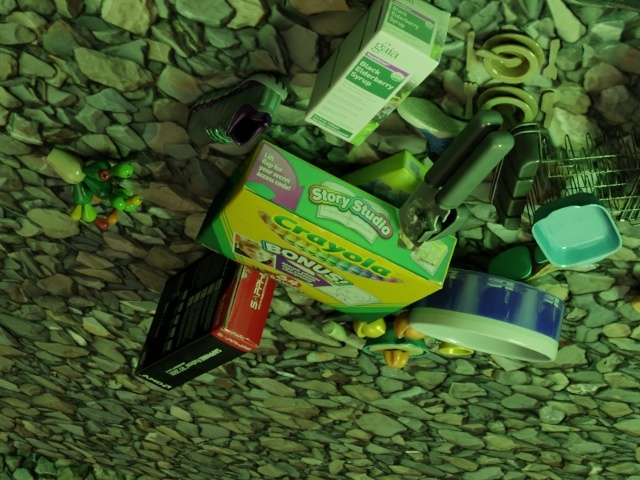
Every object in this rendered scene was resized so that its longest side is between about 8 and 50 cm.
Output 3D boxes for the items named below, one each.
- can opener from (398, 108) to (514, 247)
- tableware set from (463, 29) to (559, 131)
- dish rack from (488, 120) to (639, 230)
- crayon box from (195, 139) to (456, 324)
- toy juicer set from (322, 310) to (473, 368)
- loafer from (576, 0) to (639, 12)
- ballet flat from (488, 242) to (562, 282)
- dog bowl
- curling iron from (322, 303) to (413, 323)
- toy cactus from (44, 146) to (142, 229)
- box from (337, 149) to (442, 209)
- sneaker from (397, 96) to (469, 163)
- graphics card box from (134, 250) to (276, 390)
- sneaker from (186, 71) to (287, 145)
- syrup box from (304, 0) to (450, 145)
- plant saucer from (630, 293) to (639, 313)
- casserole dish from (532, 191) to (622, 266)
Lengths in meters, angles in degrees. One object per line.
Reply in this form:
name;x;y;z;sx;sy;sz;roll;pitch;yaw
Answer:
can opener;0.209;-0.087;1.590;0.095;0.076;0.283;-6;151;-34
tableware set;0.262;-0.212;1.483;0.128;0.039;0.194;7;149;12
dish rack;0.399;-0.092;1.569;0.271;0.074;0.208;-4;150;-3
crayon box;0.000;0.000;1.809;0.362;0.106;0.313;26;158;-12
toy juicer set;0.124;0.205;2.108;0.209;0.090;0.329;18;159;-40
loafer;0.277;-0.330;1.231;0.302;0.095;0.109;25;148;-17
ballet flat;0.378;0.035;1.810;0.067;0.073;0.206;17;156;-33
dog bowl;0.295;0.133;1.881;0.264;0.104;0.265;14;170;3
curling iron;0.107;0.148;2.132;0.274;0.035;0.068;-15;138;39
toy cactus;-0.418;-0.096;1.916;0.180;0.112;0.219;34;154;-13
box;0.107;-0.081;1.759;0.178;0.042;0.109;-20;135;42
sneaker;0.169;-0.155;1.595;0.152;0.058;0.084;19;141;-20
graphics card box;-0.218;0.138;2.065;0.094;0.233;0.371;30;145;-24
sneaker;-0.146;-0.181;1.648;0.083;0.098;0.223;33;144;-28
syrup box;0.074;-0.238;1.466;0.093;0.096;0.237;25;149;-16
plant saucer;0.634;0.132;1.820;0.200;0.037;0.200;25;175;2
casserole dish;0.380;-0.018;1.582;0.114;0.037;0.188;-18;147;20
